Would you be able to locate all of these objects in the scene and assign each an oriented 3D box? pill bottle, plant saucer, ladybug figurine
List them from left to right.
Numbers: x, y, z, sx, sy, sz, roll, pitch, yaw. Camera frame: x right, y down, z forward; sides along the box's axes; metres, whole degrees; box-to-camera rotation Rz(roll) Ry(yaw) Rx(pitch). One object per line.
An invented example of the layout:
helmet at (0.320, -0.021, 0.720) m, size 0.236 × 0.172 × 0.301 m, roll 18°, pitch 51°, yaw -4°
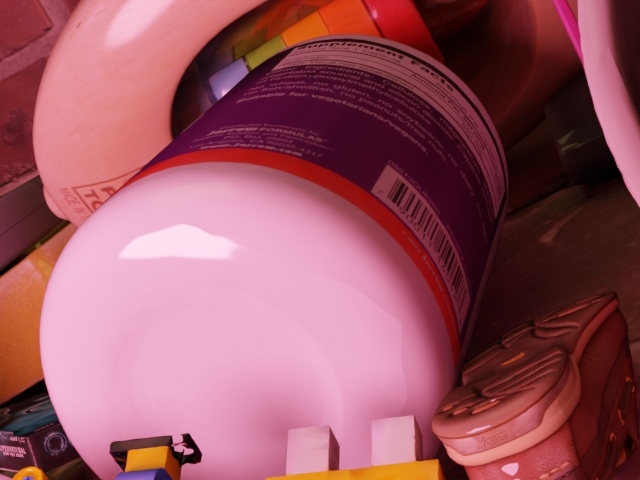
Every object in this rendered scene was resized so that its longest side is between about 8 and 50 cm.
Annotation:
plant saucer at (-0.227, 0.035, 1.015) m, size 0.333 × 0.081 × 0.333 m, roll -31°, pitch 11°, yaw 34°
ladybug figurine at (-0.006, -0.146, 0.818) m, size 0.449 × 0.305 × 0.162 m, roll -25°, pitch 45°, yaw 6°
pill bottle at (0.000, 0.000, 0.605) m, size 0.181 × 0.181 × 0.323 m, roll -23°, pitch 15°, yaw 23°

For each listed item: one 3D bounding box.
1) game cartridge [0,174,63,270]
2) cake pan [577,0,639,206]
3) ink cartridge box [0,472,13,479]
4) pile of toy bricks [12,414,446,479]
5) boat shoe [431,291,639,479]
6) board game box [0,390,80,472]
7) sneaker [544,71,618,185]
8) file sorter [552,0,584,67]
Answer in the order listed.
game cartridge at (-0.328, 0.034, 0.998) m, size 0.196 × 0.060 × 0.294 m, roll -30°, pitch 11°, yaw 17°
cake pan at (0.222, -0.065, 0.320) m, size 0.293 × 0.293 × 0.054 m, roll -29°, pitch -26°, yaw 2°
ink cartridge box at (-0.210, 0.193, 0.610) m, size 0.224 × 0.056 × 0.181 m, roll -19°, pitch 18°, yaw 41°
pile of toy bricks at (-0.051, 0.144, 0.424) m, size 0.212 × 0.118 × 0.105 m, roll -9°, pitch 48°, yaw 13°
boat shoe at (0.093, 0.066, 0.455) m, size 0.064 × 0.060 × 0.178 m, roll -26°, pitch 1°, yaw 24°
board game box at (-0.123, 0.097, 0.719) m, size 0.186 × 0.026 × 0.126 m, roll -19°, pitch 6°, yaw -38°
sneaker at (0.216, -0.117, 0.789) m, size 0.118 × 0.083 × 0.222 m, roll -23°, pitch 17°, yaw 25°
file sorter at (0.266, -0.126, 0.503) m, size 0.290 × 0.202 × 0.182 m, roll -29°, pitch 11°, yaw 1°
